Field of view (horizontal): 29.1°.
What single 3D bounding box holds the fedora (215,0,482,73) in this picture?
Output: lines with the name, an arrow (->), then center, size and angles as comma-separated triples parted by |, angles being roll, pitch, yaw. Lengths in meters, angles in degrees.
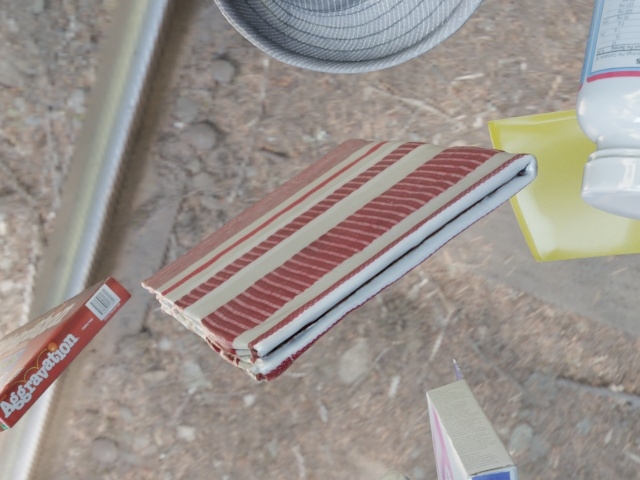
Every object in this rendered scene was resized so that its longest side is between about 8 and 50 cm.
fedora -> -0.030, -0.207, 0.565 | 0.275, 0.124, 0.244 | 46, 125, 47

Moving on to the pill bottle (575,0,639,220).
pill bottle -> 0.178, -0.093, 0.623 | 0.087, 0.087, 0.160 | 9, 81, 22

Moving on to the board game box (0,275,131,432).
board game box -> -0.266, 0.115, 1.040 | 0.027, 0.145, 0.281 | 48, 147, -12

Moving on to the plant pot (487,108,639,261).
plant pot -> 0.346, -0.077, 1.587 | 0.212, 0.212, 0.187 | -6, 93, 18

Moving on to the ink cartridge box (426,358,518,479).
ink cartridge box -> 0.193, 0.358, 1.546 | 0.071, 0.330, 0.324 | -10, 106, -4

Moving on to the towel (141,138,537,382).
towel -> 0.000, 0.000, 0.927 | 0.237, 0.329, 0.037 | -36, 106, -12

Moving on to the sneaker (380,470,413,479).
sneaker -> 0.083, 0.371, 1.688 | 0.083, 0.191, 0.071 | 35, 114, -12
